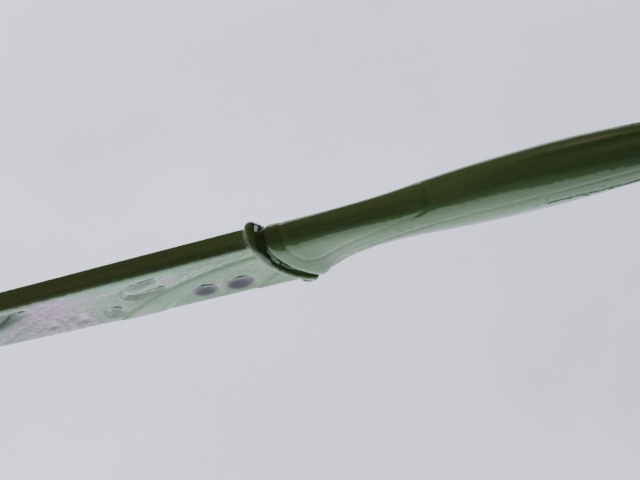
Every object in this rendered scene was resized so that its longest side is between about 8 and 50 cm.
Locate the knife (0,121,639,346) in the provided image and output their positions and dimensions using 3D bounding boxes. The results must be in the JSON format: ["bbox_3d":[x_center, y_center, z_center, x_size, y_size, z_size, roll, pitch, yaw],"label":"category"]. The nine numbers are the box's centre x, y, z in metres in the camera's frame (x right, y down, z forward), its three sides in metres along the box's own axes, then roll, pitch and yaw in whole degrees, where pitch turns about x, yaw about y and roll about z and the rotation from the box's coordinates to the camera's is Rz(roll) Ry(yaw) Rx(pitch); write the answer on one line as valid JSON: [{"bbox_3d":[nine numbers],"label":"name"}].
[{"bbox_3d":[0.000,0.000,0.437,0.207,0.030,0.014,-14,-113,0],"label":"knife"}]
